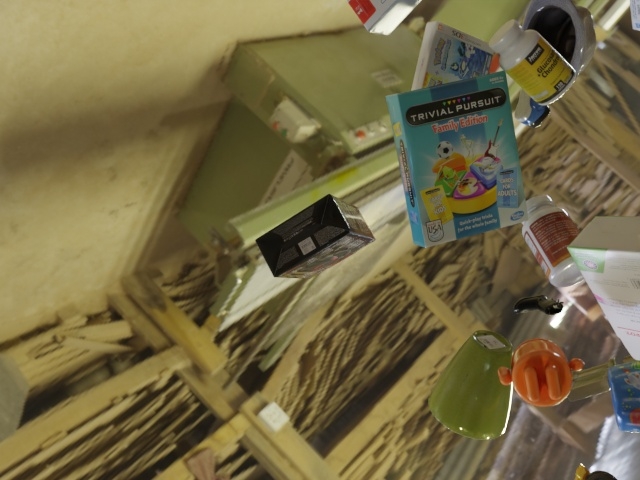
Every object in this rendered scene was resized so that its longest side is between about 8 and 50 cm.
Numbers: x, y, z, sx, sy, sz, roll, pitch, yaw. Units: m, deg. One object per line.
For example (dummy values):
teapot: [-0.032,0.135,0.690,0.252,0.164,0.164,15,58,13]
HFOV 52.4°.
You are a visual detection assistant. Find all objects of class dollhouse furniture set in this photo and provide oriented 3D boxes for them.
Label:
dollhouse furniture set: [0.951,0.470,2.063,0.302,0.151,0.198,-28,174,30]

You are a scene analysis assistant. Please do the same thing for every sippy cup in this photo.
sippy cup: [0.865,0.397,1.662,0.224,0.240,0.305,-9,-148,22]

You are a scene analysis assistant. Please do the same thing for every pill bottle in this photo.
pill bottle: [0.570,-0.003,1.586,0.121,0.216,0.121,-11,142,-9]
pill bottle: [0.455,-0.388,1.409,0.103,0.184,0.103,-47,-164,18]

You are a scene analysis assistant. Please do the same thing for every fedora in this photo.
fedora: [0.677,-0.555,1.809,0.124,0.244,0.275,-16,124,-22]

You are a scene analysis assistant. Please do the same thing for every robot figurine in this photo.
robot figurine: [0.492,0.291,1.448,0.158,0.128,0.219,-50,172,14]

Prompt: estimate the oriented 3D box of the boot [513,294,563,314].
boot: [0.648,0.198,1.927,0.121,0.045,0.099,-14,-164,-13]

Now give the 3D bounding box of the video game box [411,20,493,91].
video game box: [0.312,-0.391,1.544,0.048,0.187,0.205,19,-82,62]

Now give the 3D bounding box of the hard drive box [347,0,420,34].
hard drive box: [0.159,-0.604,1.436,0.232,0.181,0.089,-42,164,35]

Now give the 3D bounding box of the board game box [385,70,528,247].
board game box: [0.303,-0.178,1.429,0.254,0.335,0.079,-15,-168,-12]

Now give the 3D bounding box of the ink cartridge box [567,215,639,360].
ink cartridge box: [0.721,0.117,1.413,0.119,0.353,0.207,-43,-160,-19]

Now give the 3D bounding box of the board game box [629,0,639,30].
board game box: [0.748,-0.577,1.331,0.078,0.233,0.347,-40,131,-8]

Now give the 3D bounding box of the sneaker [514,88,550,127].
sneaker: [0.573,-0.372,1.717,0.058,0.085,0.152,13,-98,59]

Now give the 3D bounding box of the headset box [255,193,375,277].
headset box: [0.000,0.000,1.637,0.218,0.110,0.293,-31,167,14]

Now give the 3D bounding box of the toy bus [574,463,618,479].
toy bus: [0.634,0.632,1.426,0.211,0.220,0.149,-58,146,-7]

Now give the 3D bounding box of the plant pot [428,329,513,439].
plant pot: [0.533,0.460,2.179,0.275,0.275,0.293,-28,136,-56]
